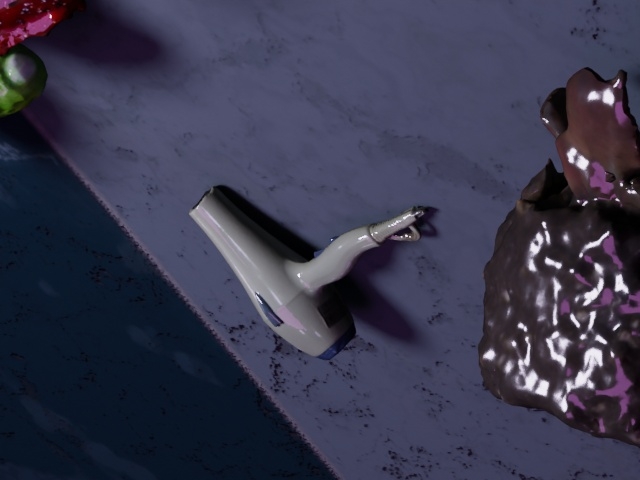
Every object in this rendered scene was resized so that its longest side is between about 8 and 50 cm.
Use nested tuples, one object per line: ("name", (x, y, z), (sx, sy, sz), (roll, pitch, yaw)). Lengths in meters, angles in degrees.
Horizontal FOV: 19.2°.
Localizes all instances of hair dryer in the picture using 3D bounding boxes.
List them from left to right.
("hair dryer", (-0.019, -0.007, 1.474), (0.167, 0.067, 0.199), (36, 138, 4))

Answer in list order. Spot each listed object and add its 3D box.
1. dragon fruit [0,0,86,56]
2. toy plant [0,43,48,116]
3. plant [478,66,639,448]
("dragon fruit", (-0.223, -0.245, 1.228), (0.262, 0.163, 0.189), (-57, 47, 34))
("toy plant", (-0.321, -0.154, 1.425), (0.224, 0.184, 0.316), (52, 136, 2))
("plant", (0.196, 0.008, 1.167), (0.178, 0.204, 0.234), (18, 105, 50))
